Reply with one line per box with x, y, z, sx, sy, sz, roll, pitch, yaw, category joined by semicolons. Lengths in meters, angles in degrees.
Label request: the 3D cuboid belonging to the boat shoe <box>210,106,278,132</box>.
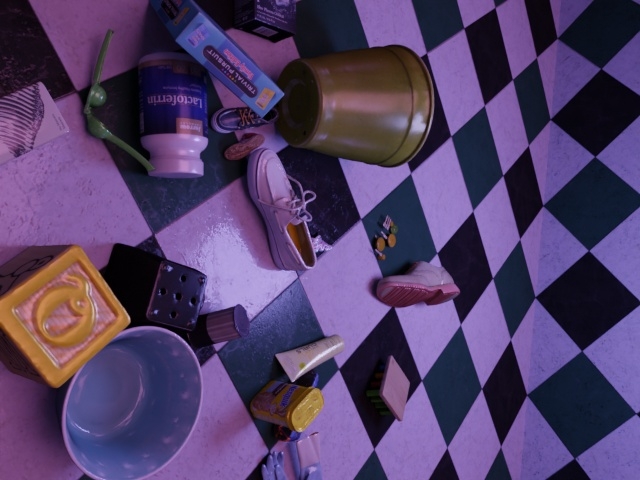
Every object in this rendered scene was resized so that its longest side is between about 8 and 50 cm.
-0.198;-0.327;1.516;0.183;0.083;0.065;-22;105;-45;boat shoe

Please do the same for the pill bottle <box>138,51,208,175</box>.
-0.336;-0.280;1.316;0.153;0.153;0.265;-3;92;-47;pill bottle

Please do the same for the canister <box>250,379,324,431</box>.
-0.093;0.442;1.549;0.126;0.169;0.073;-40;117;-41;canister

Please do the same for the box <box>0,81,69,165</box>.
-0.618;-0.186;1.050;0.275;0.094;0.113;-45;120;-39;box

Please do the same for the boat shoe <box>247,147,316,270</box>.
-0.082;-0.077;1.563;0.135;0.156;0.367;-34;118;-45;boat shoe

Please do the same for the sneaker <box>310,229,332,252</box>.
0.000;0.000;1.758;0.098;0.038;0.069;-6;94;-48;sneaker

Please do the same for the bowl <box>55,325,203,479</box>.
-0.420;0.327;1.201;0.311;0.163;0.312;-1;91;-49;bowl

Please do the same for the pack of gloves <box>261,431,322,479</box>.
-0.086;0.684;1.652;0.195;0.046;0.232;-11;103;-33;pack of gloves

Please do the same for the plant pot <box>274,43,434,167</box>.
0.071;-0.387;1.649;0.352;0.366;0.367;-8;95;-36;plant pot

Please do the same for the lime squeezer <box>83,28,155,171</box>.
-0.455;-0.289;1.228;0.059;0.109;0.311;-39;114;-79;lime squeezer

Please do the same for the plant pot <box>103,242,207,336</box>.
-0.361;0.119;1.270;0.188;0.166;0.188;26;70;-43;plant pot

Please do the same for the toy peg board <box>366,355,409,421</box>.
0.230;0.513;1.984;0.161;0.079;0.161;57;35;-30;toy peg board

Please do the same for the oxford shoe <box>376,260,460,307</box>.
0.336;0.152;2.084;0.396;0.140;0.147;8;52;-42;oxford shoe

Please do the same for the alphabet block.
-0.518;0.134;1.076;0.192;0.197;0.194;-48;123;-36;alphabet block

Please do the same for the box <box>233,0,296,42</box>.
-0.152;-0.648;1.569;0.156;0.093;0.159;0;88;-47;box

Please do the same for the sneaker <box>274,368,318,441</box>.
-0.063;0.477;1.663;0.221;0.083;0.087;-64;144;-19;sneaker

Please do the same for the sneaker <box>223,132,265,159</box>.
-0.210;-0.254;1.542;0.118;0.067;0.042;-28;115;-12;sneaker

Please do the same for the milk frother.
-0.257;0.175;1.403;0.129;0.134;0.143;-80;150;-60;milk frother

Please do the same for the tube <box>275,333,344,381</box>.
-0.024;0.342;1.705;0.240;0.070;0.062;-13;110;-46;tube

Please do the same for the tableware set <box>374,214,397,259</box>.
0.229;-0.004;2.020;0.104;0.024;0.154;42;58;-42;tableware set

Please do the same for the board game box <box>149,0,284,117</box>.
-0.244;-0.444;1.308;0.079;0.336;0.253;-45;130;9;board game box
